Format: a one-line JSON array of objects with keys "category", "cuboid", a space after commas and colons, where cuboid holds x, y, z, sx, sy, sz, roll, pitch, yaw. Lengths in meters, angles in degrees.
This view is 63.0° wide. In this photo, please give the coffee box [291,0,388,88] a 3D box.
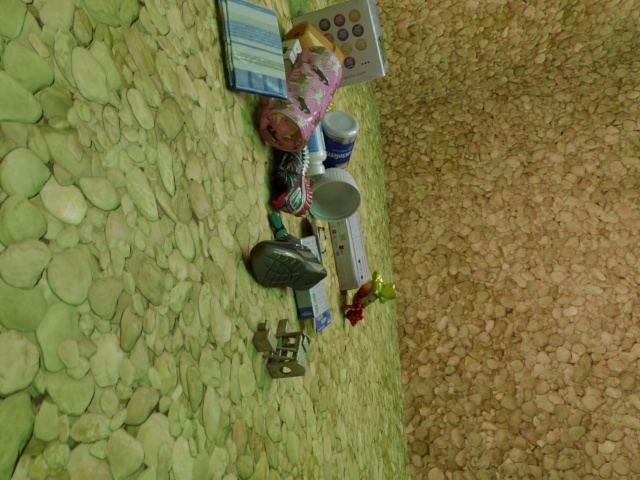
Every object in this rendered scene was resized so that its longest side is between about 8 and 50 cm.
[{"category": "coffee box", "cuboid": [0.104, -0.886, 2.359, 0.338, 0.337, 0.335, -65, 142, -63]}]

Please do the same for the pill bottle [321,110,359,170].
[{"category": "pill bottle", "cuboid": [0.048, -0.357, 2.032, 0.265, 0.153, 0.153, 106, -8, -47]}]

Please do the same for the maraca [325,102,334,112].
[{"category": "maraca", "cuboid": [0.005, -0.531, 2.243, 0.127, 0.099, 0.186, 1, 94, -43]}]

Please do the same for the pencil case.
[{"category": "pencil case", "cuboid": [-0.059, -0.460, 1.685, 0.160, 0.167, 0.386, 83, 25, -52]}]

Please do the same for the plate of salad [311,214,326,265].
[{"category": "plate of salad", "cuboid": [0.000, 0.000, 1.916, 0.200, 0.048, 0.200, 169, -90, -87]}]

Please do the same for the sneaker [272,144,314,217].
[{"category": "sneaker", "cuboid": [-0.102, -0.223, 1.662, 0.111, 0.120, 0.300, 16, 53, -39]}]

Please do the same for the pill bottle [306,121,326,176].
[{"category": "pill bottle", "cuboid": [-0.046, -0.343, 1.899, 0.124, 0.124, 0.222, -9, 89, -74]}]

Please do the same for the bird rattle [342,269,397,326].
[{"category": "bird rattle", "cuboid": [0.205, 0.247, 2.249, 0.143, 0.253, 0.207, 42, 14, -8]}]

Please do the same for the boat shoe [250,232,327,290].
[{"category": "boat shoe", "cuboid": [-0.107, 0.055, 1.498, 0.130, 0.132, 0.355, 59, 11, 25]}]

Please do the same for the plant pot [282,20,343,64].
[{"category": "plant pot", "cuboid": [-0.043, -0.746, 2.058, 0.188, 0.205, 0.205, 44, 36, -40]}]

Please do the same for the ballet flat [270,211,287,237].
[{"category": "ballet flat", "cuboid": [-0.126, -0.038, 1.594, 0.041, 0.041, 0.115, -70, 148, -60]}]

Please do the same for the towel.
[{"category": "towel", "cuboid": [-0.194, -0.553, 1.502, 0.209, 0.034, 0.285, -4, 83, -43]}]

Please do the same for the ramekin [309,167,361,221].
[{"category": "ramekin", "cuboid": [0.047, -0.181, 2.000, 0.109, 0.207, 0.207, -97, 167, -46]}]

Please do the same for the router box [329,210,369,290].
[{"category": "router box", "cuboid": [0.134, 0.039, 2.377, 0.301, 0.082, 0.336, -13, 93, -75]}]

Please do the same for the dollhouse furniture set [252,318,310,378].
[{"category": "dollhouse furniture set", "cuboid": [-0.092, 0.248, 1.415, 0.182, 0.101, 0.161, -80, 155, -51]}]

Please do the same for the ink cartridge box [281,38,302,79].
[{"category": "ink cartridge box", "cuboid": [-0.113, -0.610, 1.884, 0.218, 0.092, 0.159, -77, 152, -50]}]

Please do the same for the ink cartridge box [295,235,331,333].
[{"category": "ink cartridge box", "cuboid": [-0.037, 0.145, 1.751, 0.185, 0.065, 0.312, -12, 90, -75]}]
